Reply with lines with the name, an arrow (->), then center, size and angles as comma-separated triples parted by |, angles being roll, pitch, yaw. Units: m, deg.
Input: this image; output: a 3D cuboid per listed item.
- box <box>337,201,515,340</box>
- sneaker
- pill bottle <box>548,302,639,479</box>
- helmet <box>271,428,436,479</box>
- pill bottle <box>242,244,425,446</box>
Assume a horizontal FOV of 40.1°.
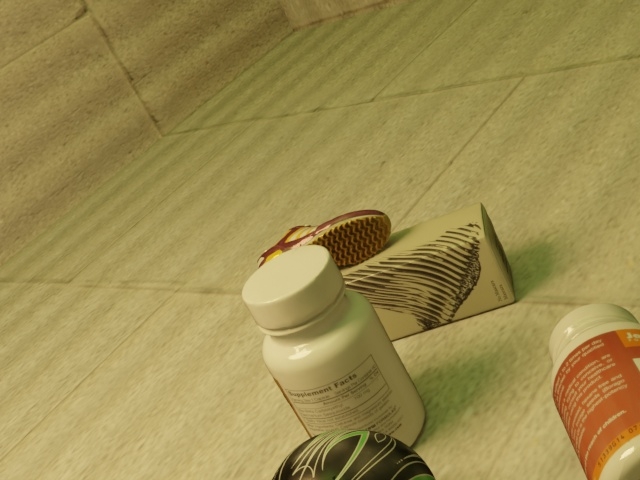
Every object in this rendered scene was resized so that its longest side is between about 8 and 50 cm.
box -> 0.101, 0.057, 1.132 | 0.275, 0.113, 0.094 | -21, 26, 18
sneaker -> 0.000, 0.000, 1.130 | 0.186, 0.069, 0.084 | -25, 31, 6
pill bottle -> 0.272, 0.147, 0.764 | 0.121, 0.121, 0.216 | -24, 25, 10
helmet -> 0.031, 0.249, 0.788 | 0.170, 0.169, 0.161 | -6, 49, 40
pill bottle -> 0.012, 0.125, 0.944 | 0.131, 0.229, 0.131 | -23, 24, 11
